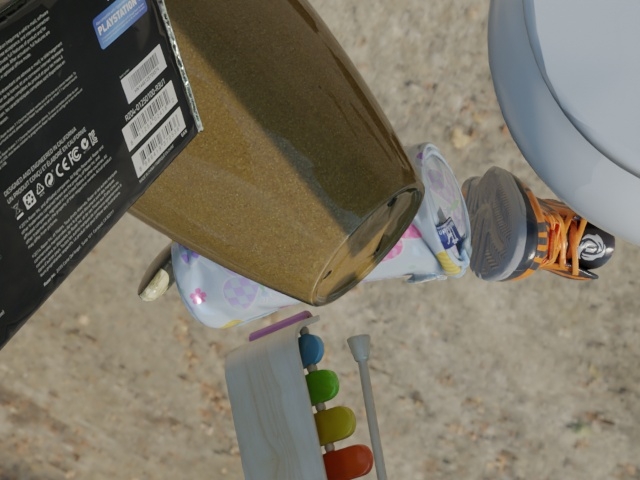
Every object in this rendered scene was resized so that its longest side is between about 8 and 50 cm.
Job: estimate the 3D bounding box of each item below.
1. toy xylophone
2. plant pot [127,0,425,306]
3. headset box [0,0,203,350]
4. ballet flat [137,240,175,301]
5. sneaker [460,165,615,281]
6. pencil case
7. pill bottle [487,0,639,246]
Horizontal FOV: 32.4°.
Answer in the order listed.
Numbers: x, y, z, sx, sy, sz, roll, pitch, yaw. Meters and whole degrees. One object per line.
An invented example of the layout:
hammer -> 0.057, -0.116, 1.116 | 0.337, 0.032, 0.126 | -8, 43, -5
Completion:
toy xylophone -> -0.009, 0.240, 1.352 | 0.236, 0.323, 0.081 | -15, 163, 32
plant pot -> -0.052, -0.079, 0.815 | 0.254, 0.237, 0.237 | 42, 149, 16
headset box -> -0.250, -0.051, 0.559 | 0.283, 0.246, 0.131 | 6, 129, 28
ballet flat -> -0.137, 0.016, 1.161 | 0.057, 0.173, 0.049 | -35, 99, 36
sneaker -> 0.262, -0.012, 1.267 | 0.180, 0.321, 0.125 | 12, 100, -2
pencil case -> 0.000, 0.000, 1.002 | 0.273, 0.113, 0.124 | -14, 124, 21
pill bottle -> 0.177, -0.086, 0.496 | 0.187, 0.188, 0.334 | 14, -175, 15
